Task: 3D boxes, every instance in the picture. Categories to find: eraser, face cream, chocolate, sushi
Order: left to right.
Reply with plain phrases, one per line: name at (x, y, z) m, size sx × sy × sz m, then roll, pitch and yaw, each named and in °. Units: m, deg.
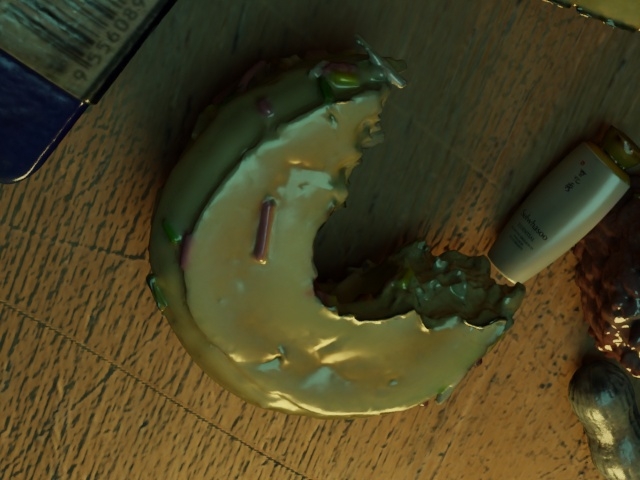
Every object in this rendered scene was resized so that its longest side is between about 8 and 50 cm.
eraser at (-0.214, -0.210, 1.325) m, size 0.155 × 0.101 × 0.332 m, roll 34°, pitch 106°, yaw -26°
face cream at (0.242, -0.034, 1.556) m, size 0.182 × 0.072 × 0.051 m, roll -46°, pitch 150°, yaw 14°
chocolate at (0.316, 0.200, 1.693) m, size 0.072 × 0.072 × 0.167 m, roll -25°, pitch 119°, yaw -2°
sushi at (0.393, 0.038, 1.575) m, size 0.270 × 0.171 × 0.236 m, roll 5°, pitch 115°, yaw -12°

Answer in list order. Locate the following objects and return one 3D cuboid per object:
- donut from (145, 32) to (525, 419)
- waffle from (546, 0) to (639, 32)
donut at (-0.002, 0.010, 1.465) m, size 0.307 × 0.150 × 0.371 m, roll -31°, pitch 120°, yaw 2°
waffle at (0.279, -0.250, 1.345) m, size 0.376 × 0.261 × 0.114 m, roll 16°, pitch 116°, yaw -21°
